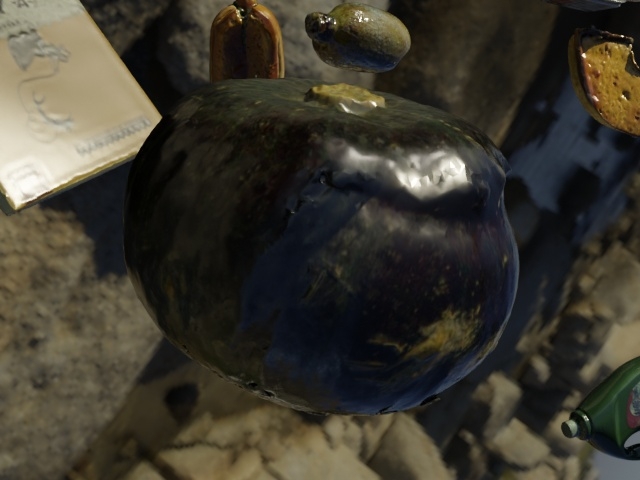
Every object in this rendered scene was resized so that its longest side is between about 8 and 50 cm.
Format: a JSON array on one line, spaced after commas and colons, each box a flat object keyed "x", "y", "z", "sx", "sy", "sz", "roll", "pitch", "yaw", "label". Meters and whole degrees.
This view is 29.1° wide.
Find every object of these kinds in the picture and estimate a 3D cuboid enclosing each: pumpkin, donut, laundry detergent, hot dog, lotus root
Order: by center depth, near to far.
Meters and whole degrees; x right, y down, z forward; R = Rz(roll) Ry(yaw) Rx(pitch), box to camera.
[{"x": 0.000, "y": 0.000, "z": 1.351, "sx": 0.454, "sy": 0.454, "sz": 0.344, "roll": -25, "pitch": 130, "yaw": -61, "label": "pumpkin"}, {"x": 0.403, "y": 0.224, "z": 1.593, "sx": 0.211, "sy": 0.063, "sz": 0.137, "roll": -17, "pitch": 107, "yaw": -24, "label": "laundry detergent"}, {"x": -0.099, "y": -0.220, "z": 1.664, "sx": 0.249, "sy": 0.100, "sz": 0.068, "roll": 95, "pitch": -7, "yaw": -47, "label": "hot dog"}, {"x": 0.049, "y": -0.293, "z": 1.787, "sx": 0.113, "sy": 0.088, "sz": 0.192, "roll": -30, "pitch": 158, "yaw": 35, "label": "lotus root"}, {"x": 0.492, "y": -0.232, "z": 1.927, "sx": 0.101, "sy": 0.259, "sz": 0.152, "roll": 180, "pitch": -78, "yaw": -75, "label": "donut"}]

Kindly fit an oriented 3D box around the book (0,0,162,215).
[{"x": -0.364, "y": -0.231, "z": 1.411, "sx": 0.032, "sy": 0.389, "sz": 0.269, "roll": -38, "pitch": 178, "yaw": 43, "label": "book"}]

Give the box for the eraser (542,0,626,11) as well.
[{"x": 0.221, "y": -0.215, "z": 1.047, "sx": 0.122, "sy": 0.052, "sz": 0.029, "roll": -112, "pitch": -145, "yaw": -81, "label": "eraser"}]
